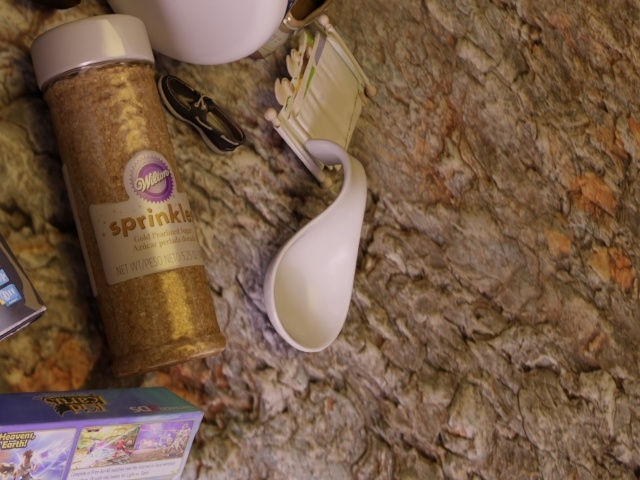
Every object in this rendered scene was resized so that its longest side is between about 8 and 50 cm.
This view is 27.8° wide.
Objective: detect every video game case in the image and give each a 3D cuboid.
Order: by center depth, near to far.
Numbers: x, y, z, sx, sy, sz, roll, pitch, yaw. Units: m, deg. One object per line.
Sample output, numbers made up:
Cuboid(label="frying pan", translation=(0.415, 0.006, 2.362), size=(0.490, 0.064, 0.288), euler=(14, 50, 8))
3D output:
Cuboid(label="video game case", translation=(-0.243, 0.245, 1.076), size=(0.269, 0.061, 0.244), euler=(5, 108, -51))

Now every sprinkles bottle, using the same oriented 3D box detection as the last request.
Cuboid(label="sprinkles bottle", translation=(-0.195, -0.044, 1.313), size=(0.121, 0.121, 0.355), euler=(-10, 83, -53))

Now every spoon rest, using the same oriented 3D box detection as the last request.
Cuboid(label="spoon rest", translation=(0.000, 0.000, 1.552), size=(0.137, 0.084, 0.276), euler=(35, 56, -41))

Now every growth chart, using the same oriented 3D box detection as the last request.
Cuboid(label="growth chart", translation=(0.002, -0.187, 1.686), size=(0.172, 0.021, 0.237), euler=(56, 39, -32))

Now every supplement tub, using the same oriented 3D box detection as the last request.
Cuboid(label="supplement tub", translation=(-0.096, -0.372, 1.486), size=(0.228, 0.228, 0.316), euler=(53, 41, -23))

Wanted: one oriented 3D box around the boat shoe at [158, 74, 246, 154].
Cuboid(label="boat shoe", translation=(-0.136, -0.149, 1.498), size=(0.125, 0.038, 0.046), euler=(48, 43, -28))

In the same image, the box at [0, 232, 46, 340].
Cuboid(label="box", translation=(-0.389, -0.014, 0.960), size=(0.242, 0.076, 0.307), euler=(-31, 90, -19))

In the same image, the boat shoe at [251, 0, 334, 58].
Cuboid(label="boat shoe", translation=(-0.017, -0.336, 1.685), size=(0.104, 0.089, 0.285), euler=(51, 41, -24))

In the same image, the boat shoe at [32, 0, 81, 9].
Cuboid(label="boat shoe", translation=(-0.284, -0.408, 1.354), size=(0.122, 0.120, 0.324), euler=(6, 71, -50))
